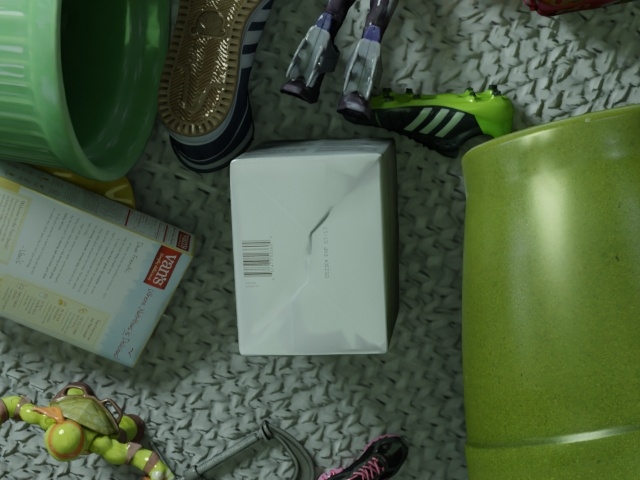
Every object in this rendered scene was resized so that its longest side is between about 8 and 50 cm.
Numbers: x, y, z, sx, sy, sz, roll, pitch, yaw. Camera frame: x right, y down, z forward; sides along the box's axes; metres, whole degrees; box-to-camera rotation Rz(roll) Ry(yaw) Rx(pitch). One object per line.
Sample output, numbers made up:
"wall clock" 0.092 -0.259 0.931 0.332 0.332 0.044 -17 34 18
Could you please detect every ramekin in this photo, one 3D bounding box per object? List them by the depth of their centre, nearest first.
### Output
"ramekin" -0.264 -0.213 1.373 0.148 0.303 0.303 5 100 12

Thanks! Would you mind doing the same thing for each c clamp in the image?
"c clamp" -0.093 0.253 1.566 0.160 0.022 0.137 -26 96 10

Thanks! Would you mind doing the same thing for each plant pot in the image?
"plant pot" 0.284 0.060 1.357 0.366 0.366 0.353 -13 86 8

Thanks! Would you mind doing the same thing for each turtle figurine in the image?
"turtle figurine" -0.262 0.192 1.471 0.269 0.217 0.087 16 90 0

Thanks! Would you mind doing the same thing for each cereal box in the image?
"cereal box" -0.272 0.022 1.482 0.240 0.047 0.173 24 122 -13

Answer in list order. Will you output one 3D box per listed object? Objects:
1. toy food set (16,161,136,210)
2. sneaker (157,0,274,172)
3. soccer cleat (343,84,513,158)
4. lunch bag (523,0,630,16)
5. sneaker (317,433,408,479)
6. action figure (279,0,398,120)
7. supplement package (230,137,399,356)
"toy food set" -0.301 -0.049 1.507 0.218 0.071 0.128 7 125 -3
"sneaker" -0.097 -0.205 1.463 0.099 0.153 0.282 14 70 7
"soccer cleat" 0.112 -0.121 1.467 0.179 0.060 0.072 -1 109 5
"lunch bag" 0.310 -0.290 1.301 0.258 0.293 0.120 -10 94 8
"sneaker" 0.046 0.257 1.536 0.119 0.057 0.047 -37 92 9
"action figure" 0.054 -0.268 1.420 0.185 0.099 0.285 18 90 14
"supplement package" 0.000 0.000 1.423 0.149 0.203 0.194 -1 99 6
